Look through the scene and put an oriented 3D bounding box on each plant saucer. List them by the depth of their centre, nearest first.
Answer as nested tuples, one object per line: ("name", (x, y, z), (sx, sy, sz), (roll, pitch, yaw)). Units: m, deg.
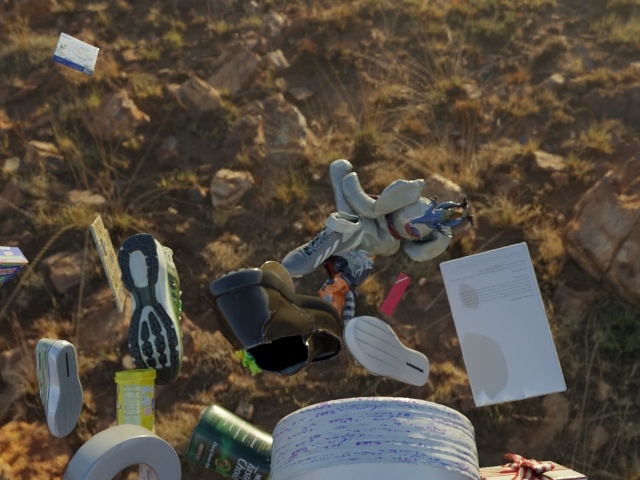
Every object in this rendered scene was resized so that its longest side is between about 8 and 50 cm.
("plant saucer", (-0.073, 0.074, 1.064), (0.015, 0.083, 0.083), (-22, 35, 35))

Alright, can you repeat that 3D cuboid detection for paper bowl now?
("paper bowl", (0.073, 0.330, 0.918), (0.284, 0.284, 0.148), (-1, 54, 2))

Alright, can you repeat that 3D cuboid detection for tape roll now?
("tape roll", (-0.381, 0.470, 1.301), (0.072, 0.219, 0.219), (12, 43, 46))

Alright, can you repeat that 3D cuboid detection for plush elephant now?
("plush elephant", (0.185, -0.068, 1.748), (0.256, 0.271, 0.330), (-19, 39, 15))

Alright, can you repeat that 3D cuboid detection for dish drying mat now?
("dish drying mat", (0.144, 0.104, 1.309), (0.032, 0.008, 0.083), (29, 88, 50))

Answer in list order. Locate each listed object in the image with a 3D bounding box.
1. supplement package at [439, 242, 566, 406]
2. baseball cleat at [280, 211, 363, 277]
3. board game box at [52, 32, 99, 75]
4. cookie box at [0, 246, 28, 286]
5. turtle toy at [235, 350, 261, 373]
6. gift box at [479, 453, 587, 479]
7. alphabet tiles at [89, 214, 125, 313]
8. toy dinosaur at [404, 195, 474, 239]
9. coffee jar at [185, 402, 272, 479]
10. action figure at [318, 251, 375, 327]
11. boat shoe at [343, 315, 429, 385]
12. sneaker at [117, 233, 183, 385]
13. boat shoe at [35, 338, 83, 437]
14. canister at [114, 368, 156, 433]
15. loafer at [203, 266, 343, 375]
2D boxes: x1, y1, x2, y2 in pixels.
("supplement package", (0.373, 0.169, 1.386), (0.178, 0.175, 0.292), (-15, 82, 16))
("baseball cleat", (0.000, 0.000, 1.431), (0.206, 0.109, 0.072), (-29, 51, -25))
("board game box", (-0.568, -0.433, 1.574), (0.090, 0.020, 0.090), (20, 44, -26))
("cookie box", (-0.611, 0.059, 1.248), (0.107, 0.092, 0.040), (-40, 83, 5))
("turtle toy", (-0.194, 0.317, 1.927), (0.066, 0.095, 0.130), (-18, 62, 20))
("gift box", (0.497, 0.666, 1.654), (0.277, 0.255, 0.258), (-3, 80, -8))
("alphabet tiles", (-0.477, 0.046, 1.535), (0.009, 0.198, 0.237), (-17, 12, -10))
("toy dinosaur", (0.137, -0.021, 0.793), (0.082, 0.090, 0.047), (-14, 81, 0))
("coffee jar", (-0.115, 0.341, 1.080), (0.184, 0.096, 0.079), (23, 26, 6))
("action figure", (0.096, 0.152, 2.177), (0.179, 0.341, 0.330), (14, 66, 30))
("boat shoe", (0.139, 0.285, 1.660), (0.119, 0.335, 0.121), (-7, 56, 38))
("sneaker", (-0.420, 0.185, 1.846), (0.158, 0.182, 0.410), (-9, 86, 21))
("boat shoe", (-0.745, 0.411, 1.919), (0.094, 0.302, 0.109), (15, 19, 25))
("canister", (-0.461, 0.412, 1.692), (0.073, 0.126, 0.169), (-3, 83, 10))
("loafer", (-0.038, 0.094, 0.642), (0.080, 0.220, 0.078), (-22, 64, 19))
